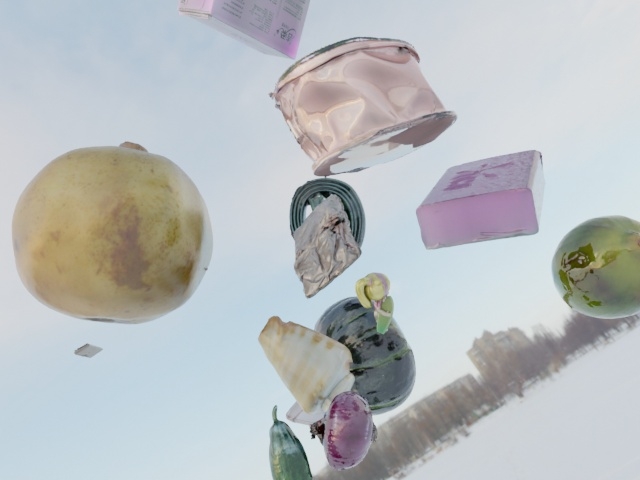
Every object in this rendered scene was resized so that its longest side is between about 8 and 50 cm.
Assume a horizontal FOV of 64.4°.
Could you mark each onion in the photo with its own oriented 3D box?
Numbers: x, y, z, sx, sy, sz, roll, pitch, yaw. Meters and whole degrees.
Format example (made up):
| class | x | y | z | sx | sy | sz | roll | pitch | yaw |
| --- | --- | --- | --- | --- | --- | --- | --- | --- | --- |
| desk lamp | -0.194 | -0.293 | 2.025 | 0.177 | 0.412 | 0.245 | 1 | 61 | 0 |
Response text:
| class | x | y | z | sx | sy | sz | roll | pitch | yaw |
| --- | --- | --- | --- | --- | --- | --- | --- | --- | --- |
| onion | 0.034 | 0.288 | 0.774 | 0.104 | 0.115 | 0.115 | -2 | -26 | 6 |

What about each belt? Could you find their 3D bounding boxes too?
| class | x | y | z | sx | sy | sz | roll | pitch | yaw |
| --- | --- | --- | --- | --- | --- | --- | --- | --- | --- |
| belt | 0.024 | -0.042 | 1.399 | 0.206 | 0.268 | 0.116 | -13 | 2 | 5 |

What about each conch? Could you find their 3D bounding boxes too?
| class | x | y | z | sx | sy | sz | roll | pitch | yaw |
| --- | --- | --- | --- | --- | --- | --- | --- | --- | --- |
| conch | -0.029 | 0.278 | 1.079 | 0.158 | 0.255 | 0.127 | -58 | 1 | 21 |

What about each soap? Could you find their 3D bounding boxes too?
| class | x | y | z | sx | sy | sz | roll | pitch | yaw |
| --- | --- | --- | --- | --- | --- | --- | --- | --- | --- |
| soap | 0.283 | -0.076 | 0.875 | 0.180 | 0.081 | 0.259 | -9 | 17 | 30 |

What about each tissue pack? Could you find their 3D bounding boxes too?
| class | x | y | z | sx | sy | sz | roll | pitch | yaw |
| --- | --- | --- | --- | --- | --- | --- | --- | --- | --- |
| tissue pack | -0.132 | -0.443 | 0.937 | 0.246 | 0.092 | 0.149 | 1 | -73 | -58 |

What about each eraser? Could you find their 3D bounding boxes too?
| class | x | y | z | sx | sy | sz | roll | pitch | yaw |
| --- | --- | --- | --- | --- | --- | --- | --- | --- | --- |
| eraser | 0.034 | 0.526 | 1.667 | 0.204 | 0.059 | 0.243 | -2 | 22 | 35 |

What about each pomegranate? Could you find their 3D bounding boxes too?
| class | x | y | z | sx | sy | sz | roll | pitch | yaw |
| --- | --- | --- | --- | --- | --- | --- | --- | --- | --- |
| pomegranate | -0.414 | -0.019 | 1.068 | 0.416 | 0.417 | 0.417 | -26 | -26 | -14 |

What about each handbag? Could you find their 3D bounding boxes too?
| class | x | y | z | sx | sy | sz | roll | pitch | yaw |
| --- | --- | --- | --- | --- | --- | --- | --- | --- | --- |
| handbag | 0.054 | -0.159 | 0.626 | 0.204 | 0.117 | 0.179 | -17 | -6 | -32 |

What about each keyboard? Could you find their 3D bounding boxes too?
| class | x | y | z | sx | sy | sz | roll | pitch | yaw |
| --- | --- | --- | --- | --- | --- | --- | --- | --- | --- |
| keyboard | -0.777 | 0.369 | 1.701 | 0.055 | 0.017 | 0.166 | -35 | -9 | -16 |

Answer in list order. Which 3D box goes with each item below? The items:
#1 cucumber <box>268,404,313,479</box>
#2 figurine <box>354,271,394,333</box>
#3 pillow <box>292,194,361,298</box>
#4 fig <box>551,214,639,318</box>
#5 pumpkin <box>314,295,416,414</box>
| class | x | y | z | sx | sy | sz | roll | pitch | yaw |
| --- | --- | --- | --- | --- | --- | --- | --- | --- | --- |
| cucumber | -0.032 | 0.354 | 0.701 | 0.055 | 0.251 | 0.056 | -15 | -14 | -4 |
| figurine | 0.126 | 0.143 | 1.156 | 0.083 | 0.083 | 0.188 | -27 | -45 | -14 |
| pillow | 0.000 | 0.000 | 0.953 | 0.049 | 0.248 | 0.135 | 39 | -73 | -23 |
| fig | 0.574 | 0.063 | 1.044 | 0.207 | 0.207 | 0.230 | -10 | -22 | -40 |
| pumpkin | 0.119 | 0.310 | 1.387 | 0.241 | 0.324 | 0.323 | -18 | -28 | -12 |
